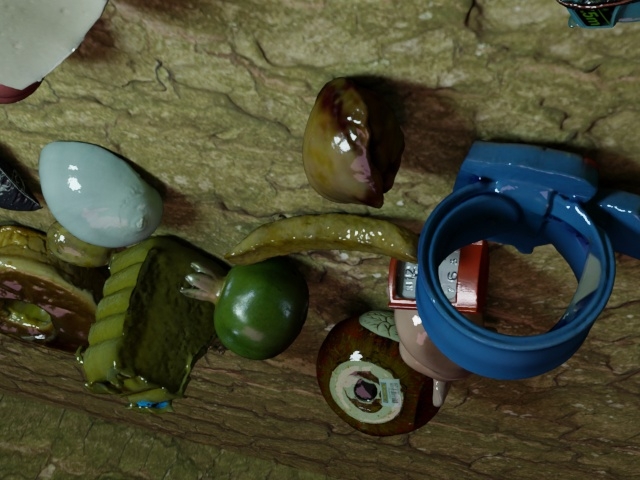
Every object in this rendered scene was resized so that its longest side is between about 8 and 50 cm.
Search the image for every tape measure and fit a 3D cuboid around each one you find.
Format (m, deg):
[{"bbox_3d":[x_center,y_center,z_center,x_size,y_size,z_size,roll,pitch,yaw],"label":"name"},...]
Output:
[{"bbox_3d":[0.270,-0.250,0.946,0.146,0.080,0.125,-2,153,34],"label":"tape measure"}]

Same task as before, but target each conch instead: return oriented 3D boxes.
[{"bbox_3d":[-0.361,-0.074,1.699,0.221,0.121,0.185,25,125,-8],"label":"conch"}]

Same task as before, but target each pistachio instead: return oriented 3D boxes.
[{"bbox_3d":[0.044,-0.122,1.318,0.165,0.131,0.210,53,164,19],"label":"pistachio"}]

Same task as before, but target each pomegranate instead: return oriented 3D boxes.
[{"bbox_3d":[-0.132,0.104,1.831,0.225,0.187,0.187,21,155,-7],"label":"pomegranate"}]

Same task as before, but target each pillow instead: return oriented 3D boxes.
[{"bbox_3d":[-0.573,-0.114,1.796,0.141,0.055,0.208,15,156,24],"label":"pillow"}]

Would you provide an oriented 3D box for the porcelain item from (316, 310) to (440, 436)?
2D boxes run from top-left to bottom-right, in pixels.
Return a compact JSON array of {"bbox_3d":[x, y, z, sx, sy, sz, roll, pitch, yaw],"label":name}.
[{"bbox_3d":[0.124,0.235,1.953,0.253,0.252,0.253,14,155,6],"label":"porcelain item"}]

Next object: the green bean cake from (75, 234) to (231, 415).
[{"bbox_3d":[-0.286,0.177,1.921,0.285,0.309,0.202,36,147,-32],"label":"green bean cake"}]

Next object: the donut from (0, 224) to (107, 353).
[{"bbox_3d":[-0.571,0.099,2.112,0.330,0.159,0.330,5,139,5],"label":"donut"}]

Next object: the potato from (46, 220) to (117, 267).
[{"bbox_3d":[-0.447,0.013,1.961,0.138,0.070,0.092,28,154,-25],"label":"potato"}]

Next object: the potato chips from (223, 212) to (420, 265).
[{"bbox_3d":[0.000,0.000,1.652,0.407,0.080,0.057,-1,165,39],"label":"potato chips"}]

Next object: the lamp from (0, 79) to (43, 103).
[{"bbox_3d":[-0.413,-0.258,1.303,0.182,0.140,0.182,30,157,14],"label":"lamp"}]

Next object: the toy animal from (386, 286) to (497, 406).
[{"bbox_3d":[0.206,0.152,1.747,0.166,0.154,0.250,-34,146,0],"label":"toy animal"}]

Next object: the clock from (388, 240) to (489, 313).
[{"bbox_3d":[0.182,0.055,1.618,0.155,0.113,0.061,2,171,28],"label":"clock"}]

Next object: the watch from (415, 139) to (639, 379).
[{"bbox_3d":[0.278,0.043,1.329,0.305,0.274,0.241,17,156,12],"label":"watch"}]

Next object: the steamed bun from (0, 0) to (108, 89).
[{"bbox_3d":[-0.307,-0.287,1.120,0.146,0.164,0.242,27,142,-30],"label":"steamed bun"}]
